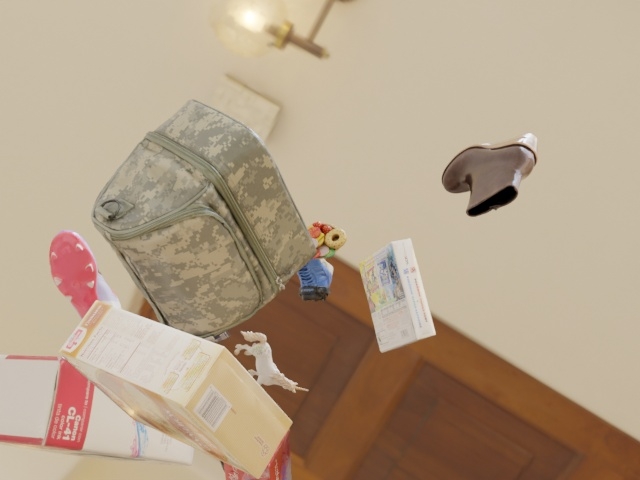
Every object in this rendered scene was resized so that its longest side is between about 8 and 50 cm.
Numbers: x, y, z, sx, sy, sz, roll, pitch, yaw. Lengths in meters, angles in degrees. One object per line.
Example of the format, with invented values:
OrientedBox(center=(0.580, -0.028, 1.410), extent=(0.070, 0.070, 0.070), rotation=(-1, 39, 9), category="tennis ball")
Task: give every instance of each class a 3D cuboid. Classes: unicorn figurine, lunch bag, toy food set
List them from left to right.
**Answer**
OrientedBox(center=(-0.180, -0.011, 1.443), extent=(0.256, 0.212, 0.305), rotation=(-42, -41, -17), category="lunch bag")
OrientedBox(center=(-0.113, 0.263, 1.985), extent=(0.111, 0.162, 0.060), rotation=(-11, 21, 35), category="unicorn figurine")
OrientedBox(center=(0.000, 0.000, 1.755), extent=(0.082, 0.083, 0.020), rotation=(-42, -30, -19), category="toy food set")

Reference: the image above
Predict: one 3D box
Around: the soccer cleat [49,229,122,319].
OrientedBox(center=(-0.415, 0.083, 1.729), extent=(0.083, 0.248, 0.095), rotation=(-20, 26, 2), category="soccer cleat")

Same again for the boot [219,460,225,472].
OrientedBox(center=(-0.128, 0.517, 2.007), extent=(0.348, 0.131, 0.260), rotation=(106, 154, -57), category="boot")

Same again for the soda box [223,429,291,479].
OrientedBox(center=(-0.104, 0.419, 1.664), extent=(0.263, 0.092, 0.083), rotation=(89, -156, -43), category="soda box")

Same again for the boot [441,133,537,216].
OrientedBox(center=(0.317, -0.117, 1.941), extent=(0.248, 0.090, 0.207), rotation=(-26, 21, 41), category="boot")

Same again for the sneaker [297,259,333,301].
OrientedBox(center=(-0.022, 0.071, 1.877), extent=(0.152, 0.058, 0.085), rotation=(42, -130, -58), category="sneaker")

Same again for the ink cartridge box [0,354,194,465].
OrientedBox(center=(-0.364, 0.262, 1.475), extent=(0.306, 0.226, 0.131), rotation=(28, -117, -50), category="ink cartridge box")

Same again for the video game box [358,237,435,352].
OrientedBox(center=(0.143, 0.109, 1.849), extent=(0.048, 0.187, 0.205), rotation=(-13, -9, -18), category="video game box")

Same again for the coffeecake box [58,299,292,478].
OrientedBox(center=(-0.141, 0.142, 0.939), extent=(0.068, 0.185, 0.142), rotation=(-57, -43, -22), category="coffeecake box")
